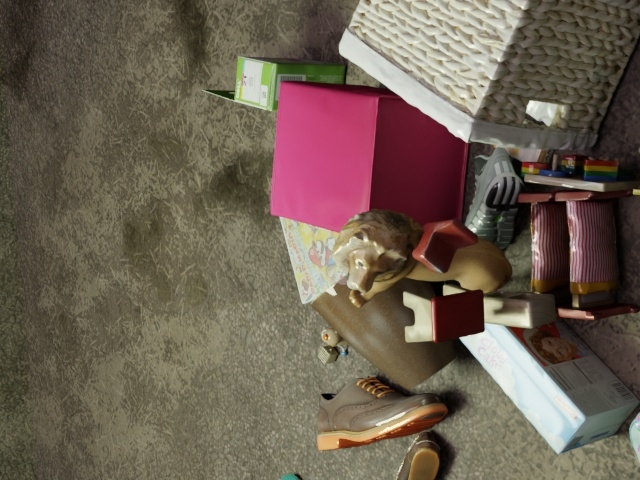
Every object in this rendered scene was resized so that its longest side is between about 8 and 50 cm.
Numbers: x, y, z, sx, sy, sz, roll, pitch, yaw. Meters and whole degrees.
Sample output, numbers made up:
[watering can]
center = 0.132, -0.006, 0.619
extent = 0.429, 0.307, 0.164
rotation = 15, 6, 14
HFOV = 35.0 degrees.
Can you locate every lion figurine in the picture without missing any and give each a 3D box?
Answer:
[lion figurine]
center = 0.181, 0.033, 1.635
extent = 0.240, 0.392, 0.142
rotation = 137, 128, -57

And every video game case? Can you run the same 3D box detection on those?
[video game case]
center = 0.000, 0.000, 2.150
extent = 0.206, 0.026, 0.227
rotation = -28, 73, 48

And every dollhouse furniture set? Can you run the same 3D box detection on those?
[dollhouse furniture set]
center = 0.306, 0.033, 1.528
extent = 0.152, 0.374, 0.201
rotation = 1, 96, 52

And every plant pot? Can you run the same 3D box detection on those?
[plant pot]
center = 0.136, 0.145, 1.831
extent = 0.230, 0.215, 0.215
rotation = 54, 134, 6

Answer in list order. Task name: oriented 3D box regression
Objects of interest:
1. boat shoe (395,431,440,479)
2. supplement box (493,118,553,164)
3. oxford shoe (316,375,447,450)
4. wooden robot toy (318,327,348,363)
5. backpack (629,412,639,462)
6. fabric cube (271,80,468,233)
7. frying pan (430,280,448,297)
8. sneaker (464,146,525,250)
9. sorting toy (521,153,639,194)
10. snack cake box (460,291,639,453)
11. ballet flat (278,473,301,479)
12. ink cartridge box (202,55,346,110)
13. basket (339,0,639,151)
[boat shoe]
center = 0.183, 0.466, 1.962
extent = 0.073, 0.073, 0.207
rotation = -91, 20, -65
[supplement box]
center = 0.347, -0.168, 1.713
extent = 0.098, 0.036, 0.062
rotation = 37, 121, 41
[oxford shoe]
center = 0.103, 0.328, 1.993
extent = 0.364, 0.130, 0.132
rotation = -25, 69, 48
[wooden robot toy]
center = 0.029, 0.193, 2.096
extent = 0.173, 0.079, 0.076
rotation = -49, 58, 40
[backpack]
center = 0.539, 0.318, 1.482
extent = 0.152, 0.115, 0.182
rotation = -41, 61, 47
[fabric cube]
center = 0.093, -0.152, 1.847
extent = 0.258, 0.259, 0.254
rotation = 15, 105, 46
[frying pan]
center = 0.132, 0.070, 1.980
extent = 0.326, 0.053, 0.197
rotation = 26, 114, 45
[sneaker]
center = 0.293, -0.072, 1.763
extent = 0.228, 0.086, 0.132
rotation = 108, 162, -51
[sorting toy]
center = 0.410, -0.105, 1.548
extent = 0.274, 0.132, 0.046
rotation = 12, 102, 39
[snack cake box]
center = 0.365, 0.207, 1.645
extent = 0.264, 0.152, 0.089
rotation = 51, 130, 33
[ballet flat]
center = -0.029, 0.610, 2.228
extent = 0.221, 0.077, 0.079
rotation = 47, 146, 42
[ink cartridge box]
center = -0.102, -0.334, 2.106
extent = 0.255, 0.189, 0.097
rotation = 22, 112, 47
[basket]
center = 0.269, -0.328, 1.572
extent = 0.331, 0.328, 0.266
rotation = 41, 120, 40
